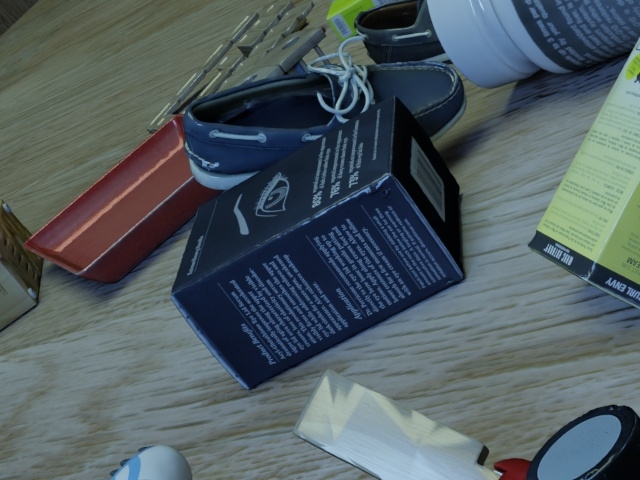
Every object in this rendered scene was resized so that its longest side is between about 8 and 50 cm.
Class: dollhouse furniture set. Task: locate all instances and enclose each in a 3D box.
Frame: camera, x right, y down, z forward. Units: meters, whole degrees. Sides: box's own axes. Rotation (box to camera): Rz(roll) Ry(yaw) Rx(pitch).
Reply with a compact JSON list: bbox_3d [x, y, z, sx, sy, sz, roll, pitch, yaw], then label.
[{"bbox_3d":[0.013,-0.120,1.267,0.129,0.129,0.184,-46,23,-23],"label":"dollhouse furniture set"}]

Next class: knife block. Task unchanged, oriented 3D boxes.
[{"bbox_3d":[-0.458,0.086,1.601,0.242,0.088,0.275,-34,22,5],"label":"knife block"}]

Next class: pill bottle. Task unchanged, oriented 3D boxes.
[{"bbox_3d":[0.239,-0.236,1.124,0.283,0.161,0.161,-18,28,37],"label":"pill bottle"}]

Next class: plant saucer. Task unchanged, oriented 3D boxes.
[{"bbox_3d":[-0.206,-0.046,1.554,0.259,0.047,0.258,-43,23,-15],"label":"plant saucer"}]

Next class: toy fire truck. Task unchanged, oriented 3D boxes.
[{"bbox_3d":[0.051,0.163,0.638,0.217,0.158,0.246,-42,11,-14],"label":"toy fire truck"}]

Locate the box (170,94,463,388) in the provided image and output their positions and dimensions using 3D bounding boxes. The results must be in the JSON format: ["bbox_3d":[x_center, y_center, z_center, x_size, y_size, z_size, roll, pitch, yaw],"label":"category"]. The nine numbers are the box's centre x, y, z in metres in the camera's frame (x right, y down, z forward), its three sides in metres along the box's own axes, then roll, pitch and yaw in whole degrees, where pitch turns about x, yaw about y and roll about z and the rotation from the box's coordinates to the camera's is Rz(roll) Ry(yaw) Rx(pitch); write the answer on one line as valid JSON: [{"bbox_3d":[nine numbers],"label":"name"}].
[{"bbox_3d":[0.000,0.000,1.070,0.207,0.108,0.153,-29,23,20],"label":"box"}]

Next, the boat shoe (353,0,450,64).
[{"bbox_3d":[0.136,-0.236,1.395,0.233,0.079,0.084,-13,30,42],"label":"boat shoe"}]

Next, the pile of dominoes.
[{"bbox_3d":[-0.115,-0.228,1.835,0.251,0.040,0.196,-50,25,-12],"label":"pile of dominoes"}]

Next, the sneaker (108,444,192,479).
[{"bbox_3d":[-0.111,0.219,0.838,0.086,0.085,0.237,-11,30,18],"label":"sneaker"}]

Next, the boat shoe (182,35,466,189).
[{"bbox_3d":[0.005,-0.115,1.151,0.255,0.079,0.095,-11,51,-6],"label":"boat shoe"}]

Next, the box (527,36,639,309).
[{"bbox_3d":[0.222,-0.076,0.837,0.232,0.058,0.087,-63,21,4],"label":"box"}]

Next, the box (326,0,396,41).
[{"bbox_3d":[0.072,-0.329,1.724,0.109,0.042,0.178,-26,24,22],"label":"box"}]
